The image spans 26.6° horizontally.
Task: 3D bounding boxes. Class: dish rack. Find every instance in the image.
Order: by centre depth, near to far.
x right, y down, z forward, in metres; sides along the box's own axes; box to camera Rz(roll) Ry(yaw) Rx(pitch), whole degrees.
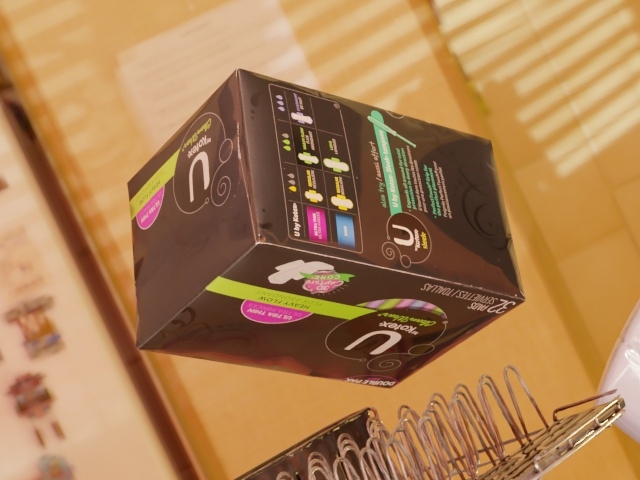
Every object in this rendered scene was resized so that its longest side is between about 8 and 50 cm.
[{"bbox_3d":[0.060,0.147,0.896,0.271,0.074,0.208,-27,-2,38],"label":"dish rack"}]

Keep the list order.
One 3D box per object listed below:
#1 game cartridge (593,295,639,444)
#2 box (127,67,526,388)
[{"bbox_3d":[0.369,0.067,1.109,0.294,0.196,0.060,-53,-8,8],"label":"game cartridge"},{"bbox_3d":[0.000,0.000,0.356,0.083,0.052,0.062,11,-34,-32],"label":"box"}]
